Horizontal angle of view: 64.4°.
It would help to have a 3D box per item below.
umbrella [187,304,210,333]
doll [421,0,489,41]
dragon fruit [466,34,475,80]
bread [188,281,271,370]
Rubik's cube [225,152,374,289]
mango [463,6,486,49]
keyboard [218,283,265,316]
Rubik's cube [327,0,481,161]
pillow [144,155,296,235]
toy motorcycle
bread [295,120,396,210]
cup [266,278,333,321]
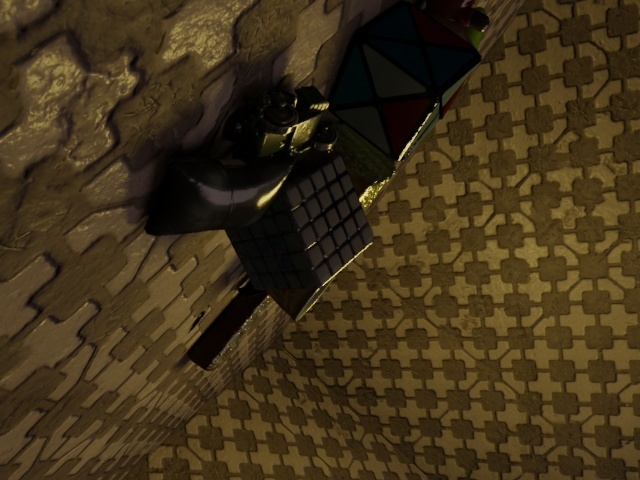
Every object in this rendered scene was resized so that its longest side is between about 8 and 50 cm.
[{"bbox_3d":[-0.399,0.259,1.664,0.122,0.013,0.022,-53,-167,3],"label":"umbrella"},{"bbox_3d":[0.329,-0.586,1.337,0.174,0.235,0.330,-2,128,-39],"label":"doll"},{"bbox_3d":[0.361,-0.551,1.573,0.227,0.224,0.224,-43,178,38],"label":"dragon fruit"},{"bbox_3d":[-0.324,0.317,1.957,0.416,0.113,0.165,-50,173,-10],"label":"bread"},{"bbox_3d":[-0.054,-0.039,1.176,0.237,0.237,0.238,-8,-157,44],"label":"Rubik's cube"},{"bbox_3d":[0.458,-0.655,1.780,0.343,0.156,0.192,-58,178,21],"label":"mango"},{"bbox_3d":[-0.210,0.172,1.855,0.381,0.041,0.103,-24,-158,-25],"label":"keyboard"},{"bbox_3d":[0.203,-0.391,1.262,0.248,0.246,0.250,-44,169,-35],"label":"Rubik's cube"},{"bbox_3d":[-0.177,-0.081,0.918,0.249,0.106,0.186,-9,148,-38],"label":"pillow"},{"bbox_3d":[-0.067,-0.229,1.010,0.275,0.127,0.205,-36,163,-36],"label":"toy motorcycle"},{"bbox_3d":[0.047,-0.172,1.448,0.264,0.239,0.395,-52,175,24],"label":"bread"},{"bbox_3d":[-0.089,0.087,1.724,0.301,0.257,0.227,-55,173,30],"label":"cup"}]
